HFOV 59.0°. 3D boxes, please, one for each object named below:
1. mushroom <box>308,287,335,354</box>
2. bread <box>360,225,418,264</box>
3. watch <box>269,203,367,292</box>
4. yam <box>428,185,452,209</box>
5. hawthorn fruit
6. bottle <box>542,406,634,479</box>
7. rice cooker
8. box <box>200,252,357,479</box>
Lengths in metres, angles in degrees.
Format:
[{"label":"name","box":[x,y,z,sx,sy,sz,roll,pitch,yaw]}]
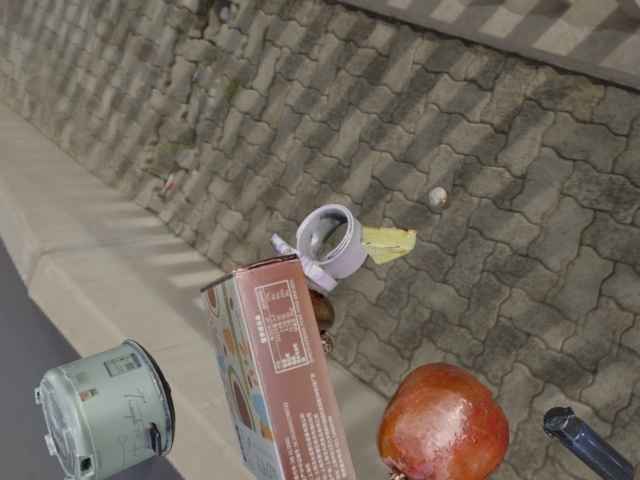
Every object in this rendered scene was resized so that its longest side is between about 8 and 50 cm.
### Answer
[{"label":"mushroom","box":[-0.071,0.224,1.670,0.278,0.163,0.297,28,158,-5]},{"label":"bread","box":[0.152,-0.004,1.254,0.109,0.084,0.080,-25,116,27]},{"label":"watch","box":[0.000,0.000,1.626,0.231,0.196,0.244,-54,44,-3]},{"label":"yam","box":[0.282,-0.098,1.327,0.056,0.241,0.057,1,93,14]},{"label":"hawthorn fruit","box":[0.185,0.344,0.968,0.211,0.299,0.211,41,152,28]},{"label":"bottle","box":[0.592,0.459,1.257,0.244,0.072,0.082,42,115,-16]},{"label":"rice cooker","box":[-0.397,0.325,1.086,0.280,0.227,0.241,25,121,44]},{"label":"box","box":[-0.097,0.243,1.045,0.344,0.122,0.385,155,102,-68]}]
